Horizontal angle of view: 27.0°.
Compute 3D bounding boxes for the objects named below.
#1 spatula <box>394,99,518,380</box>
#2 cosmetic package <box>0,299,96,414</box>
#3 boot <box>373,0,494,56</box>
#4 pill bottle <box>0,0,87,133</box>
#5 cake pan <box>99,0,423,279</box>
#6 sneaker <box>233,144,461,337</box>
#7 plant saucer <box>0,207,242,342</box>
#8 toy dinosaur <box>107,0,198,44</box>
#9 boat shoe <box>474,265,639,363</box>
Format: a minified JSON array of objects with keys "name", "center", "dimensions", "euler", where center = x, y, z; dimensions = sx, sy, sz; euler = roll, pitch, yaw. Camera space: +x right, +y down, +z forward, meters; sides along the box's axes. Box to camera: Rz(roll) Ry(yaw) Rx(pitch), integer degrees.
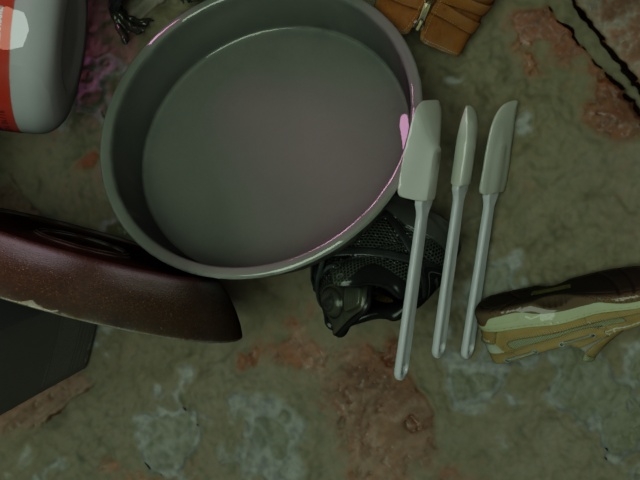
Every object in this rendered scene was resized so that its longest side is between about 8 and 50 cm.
[{"name":"spatula","center":[0.111,-0.002,1.156],"dimensions":[0.019,0.168,0.242],"euler":[16,105,32]},{"name":"cosmetic package","center":[-0.306,0.083,1.217],"dimensions":[0.127,0.238,0.107],"euler":[18,100,10]},{"name":"boot","center":[0.149,-0.231,1.171],"dimensions":[0.197,0.073,0.152],"euler":[22,109,8]},{"name":"pill bottle","center":[-0.377,-0.198,1.170],"dimensions":[0.323,0.181,0.181],"euler":[6,98,-1]},{"name":"cake pan","center":[-0.049,-0.093,1.172],"dimensions":[0.293,0.054,0.293],"euler":[-7,64,14]},{"name":"sneaker","center":[0.000,0.000,1.190],"dimensions":[0.228,0.130,0.087],"euler":[28,144,7]},{"name":"plant saucer","center":[-0.212,0.022,1.153],"dimensions":[0.311,0.310,0.050],"euler":[16,94,11]},{"name":"toy dinosaur","center":[-0.175,-0.256,1.231],"dimensions":[0.268,0.064,0.118],"euler":[-18,116,38]},{"name":"boat shoe","center":[0.237,0.072,1.185],"dimensions":[0.190,0.068,0.072],"euler":[-10,106,24]}]
